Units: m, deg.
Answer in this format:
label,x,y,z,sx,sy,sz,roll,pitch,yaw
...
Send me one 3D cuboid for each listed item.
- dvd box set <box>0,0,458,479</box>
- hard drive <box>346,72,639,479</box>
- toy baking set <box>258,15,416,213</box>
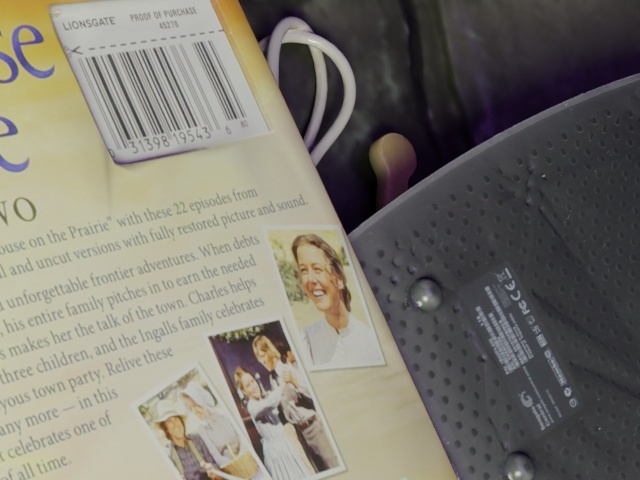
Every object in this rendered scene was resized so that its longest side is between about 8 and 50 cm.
label,x,y,z,sx,sy,sz,roll,pitch,yaw
dvd box set,-0.072,0.096,0.608,0.308,0.062,0.420,-16,79,-51
hard drive,0.112,0.032,0.825,0.255,0.054,0.172,-29,91,-42
toy baking set,-0.002,0.006,0.803,0.256,0.030,0.196,40,51,-19
